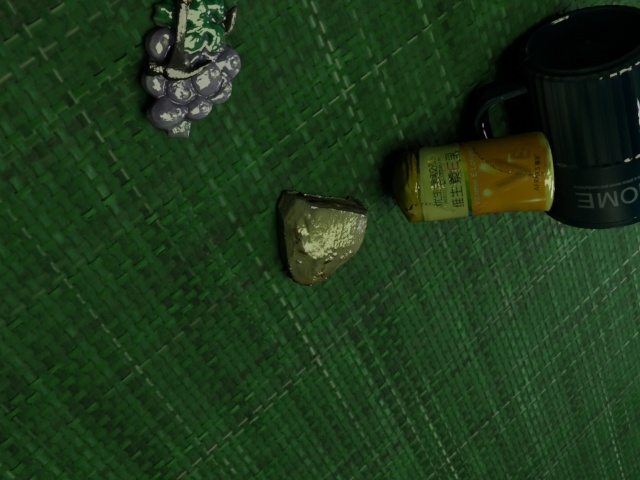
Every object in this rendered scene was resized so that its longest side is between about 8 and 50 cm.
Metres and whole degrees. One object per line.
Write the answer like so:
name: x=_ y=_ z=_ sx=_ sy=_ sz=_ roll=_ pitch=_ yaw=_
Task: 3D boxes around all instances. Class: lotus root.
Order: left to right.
lotus root: x=0.003 y=0.001 z=1.317 sx=0.143 sy=0.070 sz=0.144 roll=-5 pitch=116 yaw=-35

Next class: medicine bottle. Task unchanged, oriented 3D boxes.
medicine bottle: x=0.229 y=-0.094 z=1.350 sx=0.239 sy=0.124 sz=0.124 roll=-7 pitch=124 yaw=6

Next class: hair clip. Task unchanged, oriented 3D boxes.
hair clip: x=-0.161 y=-0.224 z=1.098 sx=0.124 sy=0.052 sz=0.195 roll=2 pitch=105 yaw=-32

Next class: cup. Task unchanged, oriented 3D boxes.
cup: x=0.425 y=-0.205 z=1.456 sx=0.242 sy=0.308 sz=0.292 roll=-62 pitch=142 yaw=-41

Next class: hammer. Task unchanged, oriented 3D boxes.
hammer: x=-0.158 y=-0.289 z=1.047 sx=0.078 sy=0.021 sz=0.200 roll=4 pitch=98 yaw=-26
